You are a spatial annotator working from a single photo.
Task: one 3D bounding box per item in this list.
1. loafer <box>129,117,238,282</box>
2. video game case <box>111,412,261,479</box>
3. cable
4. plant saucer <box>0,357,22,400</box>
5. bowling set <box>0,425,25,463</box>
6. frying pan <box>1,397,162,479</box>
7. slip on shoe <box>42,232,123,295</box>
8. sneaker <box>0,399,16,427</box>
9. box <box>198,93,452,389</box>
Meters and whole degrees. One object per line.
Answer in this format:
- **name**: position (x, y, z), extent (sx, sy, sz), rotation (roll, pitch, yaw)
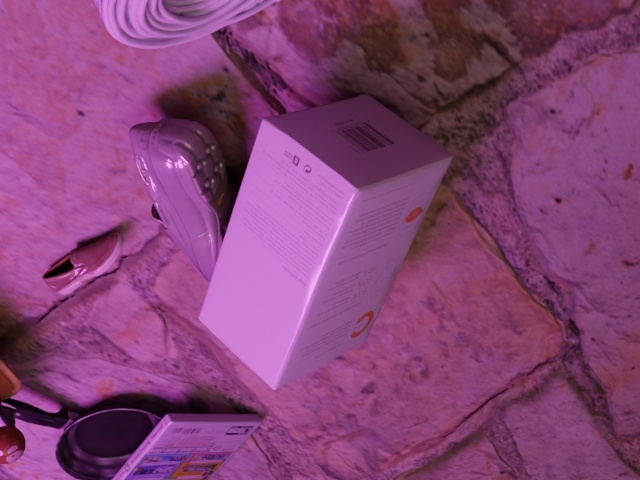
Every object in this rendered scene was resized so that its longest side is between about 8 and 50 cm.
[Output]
- **loafer**: position (-0.176, -0.047, 1.314), extent (0.111, 0.112, 0.319), rotation (13, 142, 23)
- **video game case**: position (-0.233, 0.368, 1.636), extent (0.212, 0.023, 0.193), rotation (12, 126, -48)
- **cable**: position (-0.130, -0.311, 1.020), extent (0.257, 0.089, 0.257), rotation (-30, 170, -2)
- **plant saucer**: position (-0.654, 0.154, 1.343), extent (0.332, 0.081, 0.333), rotation (-23, 130, 3)
- **bowling set**: position (-0.519, 0.280, 1.282), extent (0.199, 0.154, 0.287), rotation (18, 130, -1)
- **frying pan**: position (-0.407, 0.332, 1.578), extent (0.326, 0.053, 0.197), rotation (13, 124, -25)
- **slip on shoe**: position (-0.341, 0.029, 1.353), extent (0.135, 0.051, 0.041), rotation (-32, 133, 21)
- **sneaker**: position (-0.495, 0.248, 1.379), extent (0.061, 0.054, 0.152), rotation (-10, 131, -5)
- **box**: position (0.000, 0.000, 1.293), extent (0.215, 0.168, 0.345), rotation (-21, 142, -47)
